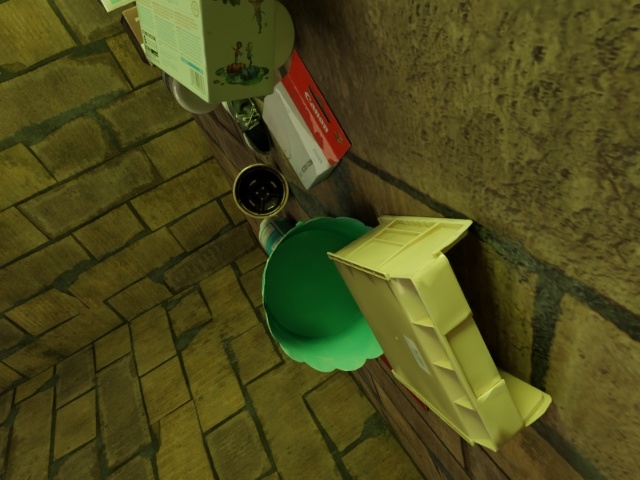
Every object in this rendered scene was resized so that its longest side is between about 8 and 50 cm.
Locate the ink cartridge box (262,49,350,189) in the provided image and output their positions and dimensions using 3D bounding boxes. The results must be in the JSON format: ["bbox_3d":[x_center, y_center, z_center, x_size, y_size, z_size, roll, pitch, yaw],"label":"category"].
[{"bbox_3d":[-0.038,-0.208,0.752,0.189,0.066,0.232,59,173,0],"label":"ink cartridge box"}]

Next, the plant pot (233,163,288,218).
[{"bbox_3d":[-0.189,-0.157,1.295,0.166,0.167,0.165,61,177,-7],"label":"plant pot"}]

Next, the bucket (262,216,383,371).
[{"bbox_3d":[0.013,0.092,0.776,0.281,0.281,0.183,60,170,-6],"label":"bucket"}]

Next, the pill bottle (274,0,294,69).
[{"bbox_3d":[-0.139,-0.344,0.645,0.208,0.119,0.119,38,157,41],"label":"pill bottle"}]

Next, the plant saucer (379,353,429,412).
[{"bbox_3d":[0.189,0.270,1.021,0.258,0.048,0.259,45,161,51],"label":"plant saucer"}]

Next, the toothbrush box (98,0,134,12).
[{"bbox_3d":[-0.498,-0.707,1.029,0.295,0.216,0.126,45,163,46],"label":"toothbrush box"}]

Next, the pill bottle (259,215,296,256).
[{"bbox_3d":[-0.136,0.005,1.475,0.264,0.146,0.146,47,163,49],"label":"pill bottle"}]

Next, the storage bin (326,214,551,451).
[{"bbox_3d":[0.154,0.108,0.571,0.262,0.123,0.260,62,168,-12],"label":"storage bin"}]

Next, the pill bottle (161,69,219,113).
[{"bbox_3d":[-0.431,-0.535,1.321,0.278,0.162,0.162,49,165,45],"label":"pill bottle"}]

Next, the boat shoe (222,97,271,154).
[{"bbox_3d":[-0.186,-0.314,1.056,0.076,0.080,0.228,44,163,34],"label":"boat shoe"}]

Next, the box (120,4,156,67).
[{"bbox_3d":[-0.431,-0.587,1.110,0.381,0.191,0.143,43,160,53],"label":"box"}]

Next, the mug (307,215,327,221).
[{"bbox_3d":[0.000,-0.003,0.997,0.157,0.097,0.129,51,166,39],"label":"mug"}]

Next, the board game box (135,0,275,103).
[{"bbox_3d":[-0.144,-0.342,0.447,0.224,0.098,0.303,41,140,36],"label":"board game box"}]
